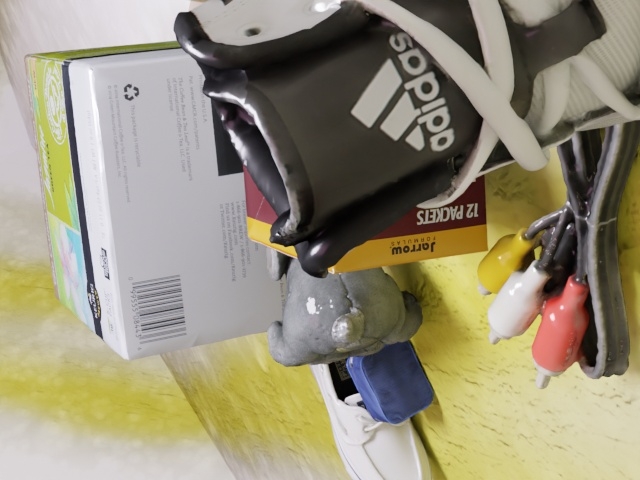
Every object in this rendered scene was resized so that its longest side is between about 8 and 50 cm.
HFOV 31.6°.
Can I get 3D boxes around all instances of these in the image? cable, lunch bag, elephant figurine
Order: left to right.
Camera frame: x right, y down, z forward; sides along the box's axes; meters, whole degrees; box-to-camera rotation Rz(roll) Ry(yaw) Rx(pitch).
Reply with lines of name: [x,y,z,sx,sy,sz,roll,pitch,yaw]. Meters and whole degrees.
elephant figurine: [0.000,0.000,1.154,0.186,0.169,0.239,-24,74,44]
lunch bag: [0.073,0.152,1.255,0.098,0.067,0.065,66,162,1]
cable: [0.168,0.001,0.768,0.287,0.072,0.139,89,155,-53]

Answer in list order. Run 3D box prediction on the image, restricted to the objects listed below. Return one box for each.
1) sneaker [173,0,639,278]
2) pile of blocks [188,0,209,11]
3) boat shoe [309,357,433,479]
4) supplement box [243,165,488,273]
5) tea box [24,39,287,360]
sneaker: [0.119,-0.068,0.389,0.447,0.257,0.169,0,124,52]
pile of blocks: [0.000,-0.202,0.671,0.362,0.112,0.149,-39,61,43]
boat shoe: [0.057,0.194,1.327,0.088,0.096,0.268,99,151,-68]
supplement box: [0.026,-0.090,0.886,0.191,0.129,0.194,-161,65,-67]
tea box: [-0.201,-0.068,1.369,0.323,0.220,0.329,21,118,62]
